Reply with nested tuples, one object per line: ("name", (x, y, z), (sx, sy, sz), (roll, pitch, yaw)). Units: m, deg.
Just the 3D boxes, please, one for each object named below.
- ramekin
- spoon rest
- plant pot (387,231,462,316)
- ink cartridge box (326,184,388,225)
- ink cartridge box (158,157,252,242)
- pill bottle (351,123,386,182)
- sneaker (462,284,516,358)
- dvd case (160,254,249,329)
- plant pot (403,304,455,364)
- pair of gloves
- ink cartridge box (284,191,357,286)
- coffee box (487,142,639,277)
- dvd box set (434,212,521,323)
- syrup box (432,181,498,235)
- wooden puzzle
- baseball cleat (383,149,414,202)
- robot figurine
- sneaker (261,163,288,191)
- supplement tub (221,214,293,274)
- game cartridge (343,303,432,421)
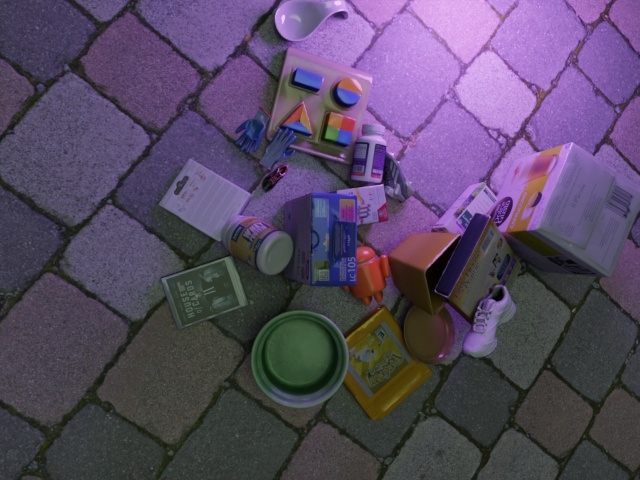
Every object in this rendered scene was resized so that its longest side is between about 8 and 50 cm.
("ramekin", (-0.067, 0.370, 1.542), (0.304, 0.148, 0.303), (0, 87, -3))
("spoon rest", (-0.025, -0.767, 1.629), (0.277, 0.084, 0.137), (-23, 95, -15))
("plant pot", (0.356, 0.092, 1.635), (0.212, 0.187, 0.212), (-40, 130, -26))
("ink cartridge box", (0.120, -0.113, 1.633), (0.176, 0.127, 0.128), (-10, 93, -18))
("ink cartridge box", (-0.370, -0.128, 1.552), (0.233, 0.066, 0.189), (30, 81, 5))
("pill bottle", (0.170, -0.300, 1.652), (0.108, 0.108, 0.193), (6, 96, -15))
("sneaker", (0.559, 0.271, 1.624), (0.297, 0.111, 0.129), (-48, 127, -30))
("dvd case", (-0.373, 0.166, 1.549), (0.239, 0.030, 0.179), (-19, 94, -15))
("plant pot", (0.389, 0.329, 1.730), (0.237, 0.032, 0.236), (5, 78, -27))
("pair of gloves", (-0.180, -0.331, 1.579), (0.198, 0.023, 0.159), (38, 105, -5))
("ink cartridge box", (0.000, 0.000, 1.464), (0.151, 0.395, 0.269), (1, 89, -16))
("coffee box", (0.861, -0.098, 1.734), (0.338, 0.334, 0.337), (28, 83, -11))
("dvd box set", (0.568, 0.130, 1.680), (0.420, 0.062, 0.307), (37, 79, -46))
("syrup box", (0.536, -0.098, 1.769), (0.093, 0.096, 0.237), (45, 78, -11))
("wooden puzzle", (0.006, -0.465, 1.635), (0.323, 0.080, 0.347), (13, 86, -15))
("baseball cleat", (0.251, -0.228, 1.705), (0.109, 0.072, 0.205), (-37, 95, -6))
("robot figurine", (0.151, 0.111, 1.643), (0.128, 0.158, 0.219), (-25, 96, -37))
("sneaker", (-0.150, -0.214, 1.601), (0.047, 0.057, 0.119), (43, 80, -13))
("supplement tub", (-0.200, 0.010, 1.495), (0.144, 0.200, 0.144), (-32, 134, -40))
("game cartridge", (0.208, 0.438, 1.694), (0.285, 0.053, 0.323), (-38, 98, -13))
